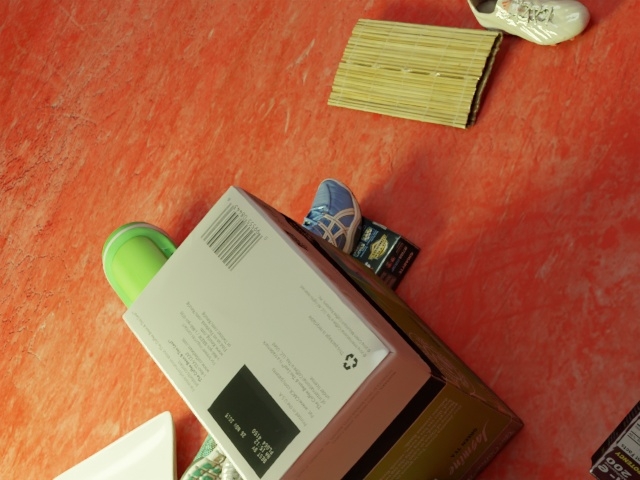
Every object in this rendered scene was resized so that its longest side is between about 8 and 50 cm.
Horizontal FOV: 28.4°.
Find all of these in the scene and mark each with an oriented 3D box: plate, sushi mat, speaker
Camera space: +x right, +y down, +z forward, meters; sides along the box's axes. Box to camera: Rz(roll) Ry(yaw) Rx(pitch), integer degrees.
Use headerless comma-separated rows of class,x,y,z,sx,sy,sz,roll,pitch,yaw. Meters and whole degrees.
plate,-0.298,0.428,1.858,0.278,0.045,0.277,-33,45,25
sushi mat,0.135,-0.256,1.902,0.316,0.019,0.151,18,87,50
speaker,-0.242,0.080,1.978,0.131,0.131,0.296,-52,40,4

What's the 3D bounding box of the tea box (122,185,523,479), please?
tea box,0.005,0.154,1.492,0.220,0.323,0.329,-49,52,6

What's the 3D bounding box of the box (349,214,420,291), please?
box,0.018,0.066,1.787,0.175,0.051,0.220,28,85,50

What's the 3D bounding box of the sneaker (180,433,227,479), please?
sneaker,-0.142,0.298,1.792,0.166,0.065,0.076,-48,24,4

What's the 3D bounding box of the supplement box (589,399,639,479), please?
supplement box,0.378,0.162,1.294,0.073,0.130,0.239,41,96,12

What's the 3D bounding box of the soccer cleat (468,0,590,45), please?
soccer cleat,0.286,-0.316,1.764,0.196,0.076,0.068,16,76,49

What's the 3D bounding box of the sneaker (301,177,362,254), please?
sneaker,0.000,0.000,1.744,0.080,0.081,0.211,-18,51,37

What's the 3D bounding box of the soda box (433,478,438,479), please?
soda box,0.203,0.379,1.357,0.098,0.091,0.286,-54,40,1

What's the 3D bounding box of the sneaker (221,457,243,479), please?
sneaker,-0.063,0.329,1.563,0.094,0.235,0.153,-50,27,-12
